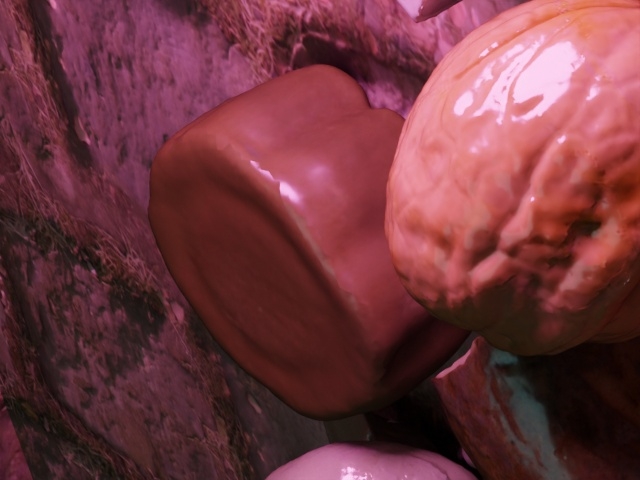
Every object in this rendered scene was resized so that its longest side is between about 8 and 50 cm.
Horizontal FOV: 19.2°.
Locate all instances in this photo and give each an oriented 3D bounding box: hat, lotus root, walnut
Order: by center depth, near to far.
[{"bbox_3d":[0.201,-0.048,1.507,0.252,0.277,0.313,45,124,33],"label":"walnut"},{"bbox_3d":[0.280,0.196,1.702,0.346,0.250,0.250,48,152,9],"label":"lotus root"},{"bbox_3d":[0.081,0.224,2.254,0.166,0.144,0.173,114,163,-61],"label":"hat"}]

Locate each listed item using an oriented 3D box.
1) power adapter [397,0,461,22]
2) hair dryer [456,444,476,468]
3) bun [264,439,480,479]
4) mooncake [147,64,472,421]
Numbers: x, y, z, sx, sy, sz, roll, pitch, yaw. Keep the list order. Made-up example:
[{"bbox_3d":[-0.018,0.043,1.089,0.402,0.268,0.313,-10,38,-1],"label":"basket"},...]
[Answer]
[{"bbox_3d":[0.077,-0.327,1.534,0.255,0.187,0.124,51,151,11],"label":"power adapter"},{"bbox_3d":[0.195,0.199,2.003,0.173,0.107,0.357,59,159,3],"label":"hair dryer"},{"bbox_3d":[0.060,0.360,2.135,0.293,0.293,0.187,103,171,-54],"label":"bun"},{"bbox_3d":[0.000,0.000,2.007,0.378,0.201,0.378,38,150,27],"label":"mooncake"}]
